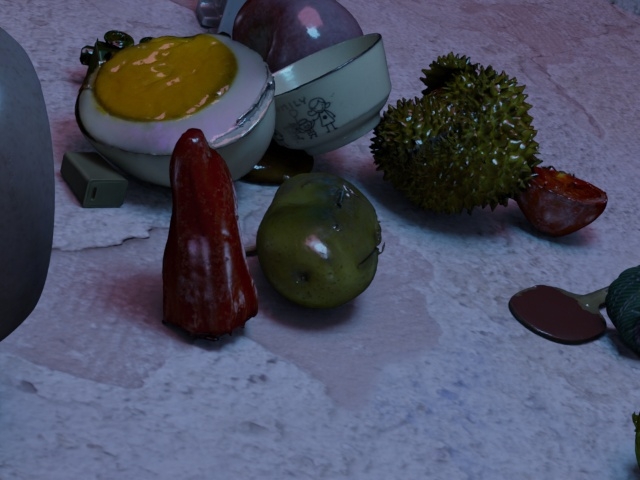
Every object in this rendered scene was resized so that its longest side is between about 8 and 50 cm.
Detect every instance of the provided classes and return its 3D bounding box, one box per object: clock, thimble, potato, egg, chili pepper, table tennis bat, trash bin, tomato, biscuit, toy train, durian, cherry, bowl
[{"bbox_3d":[-0.138,-0.470,2.622,0.116,0.231,0.262,4,30,-21],"label":"clock"},{"bbox_3d":[0.477,0.103,2.053,0.135,0.118,0.090,34,21,-32],"label":"thimble"},{"bbox_3d":[0.000,0.000,1.905,0.169,0.143,0.248,9,26,4],"label":"potato"},{"bbox_3d":[-0.201,-0.161,2.067,0.286,0.174,0.264,-2,45,2],"label":"egg"},{"bbox_3d":[-0.136,-0.019,1.746,0.136,0.252,0.144,16,27,39],"label":"chili pepper"},{"bbox_3d":[0.368,0.097,2.104,0.131,0.022,0.234,36,32,32],"label":"table tennis bat"},{"bbox_3d":[-0.312,-0.086,1.976,0.061,0.043,0.092,-2,32,-36],"label":"trash bin"},{"bbox_3d":[0.373,-0.059,2.325,0.159,0.091,0.139,22,21,0],"label":"tomato"},{"bbox_3d":[-0.107,-0.148,2.238,0.212,0.036,0.212,16,26,-8],"label":"biscuit"},{"bbox_3d":[-0.267,-0.258,2.293,0.226,0.090,0.137,8,35,-22],"label":"toy train"},{"bbox_3d":[0.209,-0.155,2.244,0.258,0.258,0.293,3,13,-30],"label":"durian"},{"bbox_3d":[-0.022,-0.330,2.454,0.239,0.206,0.239,7,23,-3],"label":"cherry"},{"bbox_3d":[0.011,-0.214,2.207,0.238,0.126,0.238,-25,15,7],"label":"bowl"}]

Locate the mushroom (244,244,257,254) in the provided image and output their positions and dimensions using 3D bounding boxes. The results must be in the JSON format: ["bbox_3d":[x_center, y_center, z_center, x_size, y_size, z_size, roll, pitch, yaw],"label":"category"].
[{"bbox_3d":[-0.111,0.012,1.949,0.028,0.025,0.286,16,23,32],"label":"mushroom"}]

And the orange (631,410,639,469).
[{"bbox_3d":[0.512,0.245,1.692,0.300,0.223,0.301,22,26,19],"label":"orange"}]

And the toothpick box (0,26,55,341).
[{"bbox_3d":[-0.500,-0.058,1.386,0.425,0.409,0.409,-3,33,-28],"label":"toothpick box"}]
